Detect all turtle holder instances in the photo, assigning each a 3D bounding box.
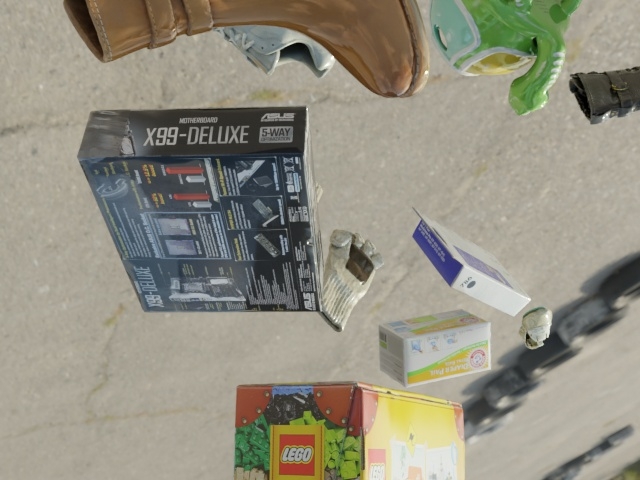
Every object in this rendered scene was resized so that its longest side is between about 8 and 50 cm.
[{"bbox_3d":[0.346,-0.409,1.535,0.227,0.320,0.243,-47,178,44],"label":"turtle holder"}]

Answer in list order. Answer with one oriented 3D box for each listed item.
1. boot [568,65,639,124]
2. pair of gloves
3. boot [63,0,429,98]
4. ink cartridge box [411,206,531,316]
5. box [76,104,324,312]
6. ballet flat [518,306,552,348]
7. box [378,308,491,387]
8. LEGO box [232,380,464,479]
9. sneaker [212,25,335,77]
[{"bbox_3d":[0.598,-0.320,1.584,0.229,0.263,0.091,-3,132,7],"label":"boot"},{"bbox_3d":[0.000,0.000,1.292,0.042,0.240,0.204,-30,-166,35],"label":"pair of gloves"},{"bbox_3d":[-0.065,-0.185,0.602,0.220,0.283,0.109,-38,-172,-29],"label":"boot"},{"bbox_3d":[0.305,0.050,1.727,0.065,0.165,0.332,-47,137,16],"label":"ink cartridge box"},{"bbox_3d":[-0.124,-0.023,0.978,0.242,0.076,0.307,-1,143,5],"label":"box"},{"bbox_3d":[0.391,0.161,1.468,0.057,0.052,0.168,-19,161,4],"label":"ballet flat"},{"bbox_3d":[0.234,0.216,1.664,0.203,0.103,0.114,-8,-167,-22],"label":"box"},{"bbox_3d":[0.068,0.424,1.267,0.193,0.372,0.500,-6,164,25],"label":"LEGO box"},{"bbox_3d":[-0.092,-0.277,1.039,0.262,0.121,0.099,8,172,-13],"label":"sneaker"}]
